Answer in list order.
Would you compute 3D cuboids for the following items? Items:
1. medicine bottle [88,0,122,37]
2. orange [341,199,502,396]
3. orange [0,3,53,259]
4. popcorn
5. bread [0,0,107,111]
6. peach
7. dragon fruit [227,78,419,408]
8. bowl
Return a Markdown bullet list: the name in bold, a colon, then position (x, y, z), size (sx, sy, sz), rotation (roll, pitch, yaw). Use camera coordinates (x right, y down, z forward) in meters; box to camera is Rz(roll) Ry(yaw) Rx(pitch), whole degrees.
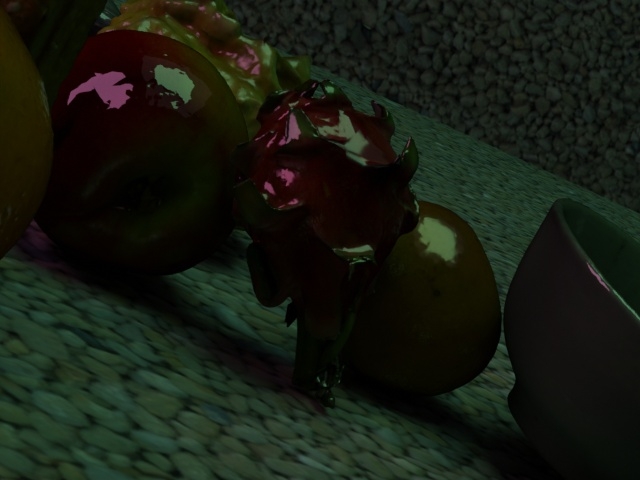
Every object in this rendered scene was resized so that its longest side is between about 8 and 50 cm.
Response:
- **medicine bottle**: position (-0.269, -0.202, 1.647), size (0.141, 0.141, 0.293), rotation (22, 12, -17)
- **orange**: position (0.070, 0.047, 1.223), size (0.134, 0.155, 0.155), rotation (-14, 22, -11)
- **orange**: position (-0.261, -0.071, 0.841), size (0.240, 0.171, 0.240), rotation (6, 52, -8)
- **popcorn**: position (-0.110, -0.121, 1.411), size (0.249, 0.225, 0.249), rotation (17, 5, -1)
- **bread**: position (-0.267, -0.114, 1.005), size (0.184, 0.234, 0.110), rotation (29, 8, 12)
- **peach**: position (-0.147, -0.071, 1.195), size (0.197, 0.197, 0.197), rotation (24, 11, -5)
- **dragon fruit**: position (0.002, -0.002, 1.114), size (0.135, 0.236, 0.137), rotation (2, -20, 6)
- **bowl**: position (0.237, 0.115, 1.188), size (0.289, 0.146, 0.289), rotation (39, 16, -13)
